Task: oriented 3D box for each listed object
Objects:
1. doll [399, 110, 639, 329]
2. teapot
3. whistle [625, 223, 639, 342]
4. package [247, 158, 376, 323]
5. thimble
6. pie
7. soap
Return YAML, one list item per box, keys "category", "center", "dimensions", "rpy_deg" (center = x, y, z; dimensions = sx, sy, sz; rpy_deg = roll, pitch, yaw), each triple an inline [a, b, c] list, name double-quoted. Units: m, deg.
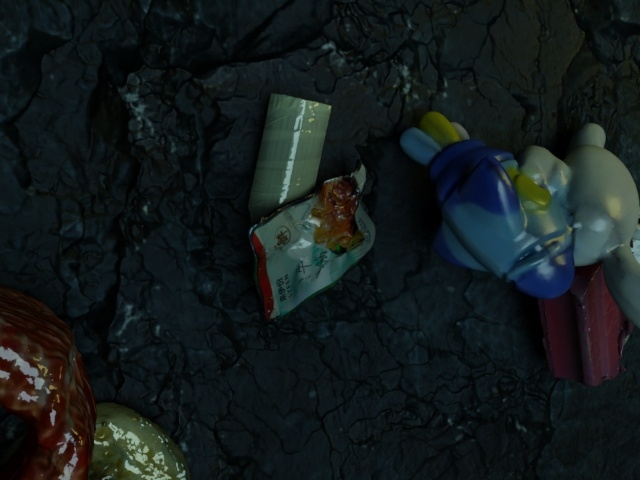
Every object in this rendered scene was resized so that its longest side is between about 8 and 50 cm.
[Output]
- category: "doll"
  center: [0.291, -0.040, 1.134]
  dimensions: [0.365, 0.376, 0.187]
  rpy_deg: [7, 117, -11]
- category: "teapot"
  center: [-0.037, -0.090, 1.115]
  dimensions: [0.107, 0.077, 0.200]
  rpy_deg: [5, 99, -53]
- category: "whistle"
  center: [0.519, 0.070, 1.352]
  dimensions: [0.126, 0.067, 0.258]
  rpy_deg: [19, 97, -9]
- category: "package"
  center: [0.000, 0.000, 1.105]
  dimensions: [0.232, 0.040, 0.166]
  rpy_deg: [-34, 131, -36]
- category: "thimble"
  center: [-0.429, 0.210, 0.914]
  dimensions: [0.350, 0.230, 0.350]
  rpy_deg: [-1, 93, -13]
- category: "pie"
  center: [-0.307, 0.348, 1.099]
  dimensions: [0.274, 0.055, 0.274]
  rpy_deg: [-4, 100, -20]
- category: "soap"
  center: [0.413, 0.113, 1.263]
  dimensions: [0.162, 0.099, 0.250]
  rpy_deg: [-43, 130, -36]
